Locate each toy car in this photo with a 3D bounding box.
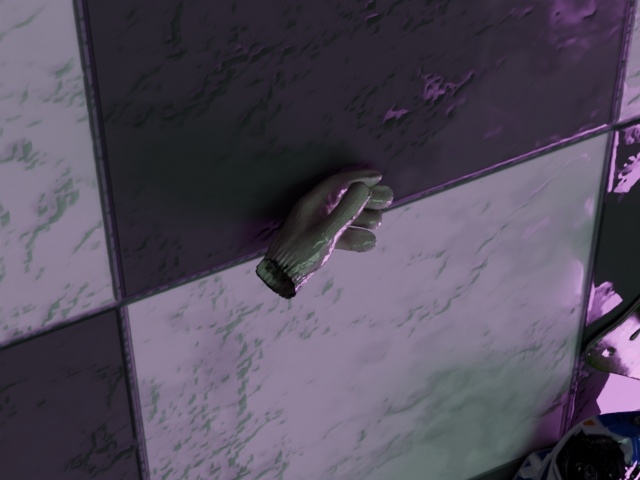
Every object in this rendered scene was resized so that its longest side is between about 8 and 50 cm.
[{"bbox_3d":[0.144,0.162,1.033,0.080,0.070,0.170,1,129,-36],"label":"toy car"}]

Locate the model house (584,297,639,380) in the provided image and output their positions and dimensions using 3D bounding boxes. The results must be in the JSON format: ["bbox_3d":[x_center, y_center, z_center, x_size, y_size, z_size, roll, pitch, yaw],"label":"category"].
[{"bbox_3d":[0.242,0.076,0.996,0.117,0.088,0.167,-45,141,13],"label":"model house"}]

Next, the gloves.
[{"bbox_3d":[-0.001,-0.002,0.778,0.081,0.037,0.044,-34,-179,-24],"label":"gloves"}]
